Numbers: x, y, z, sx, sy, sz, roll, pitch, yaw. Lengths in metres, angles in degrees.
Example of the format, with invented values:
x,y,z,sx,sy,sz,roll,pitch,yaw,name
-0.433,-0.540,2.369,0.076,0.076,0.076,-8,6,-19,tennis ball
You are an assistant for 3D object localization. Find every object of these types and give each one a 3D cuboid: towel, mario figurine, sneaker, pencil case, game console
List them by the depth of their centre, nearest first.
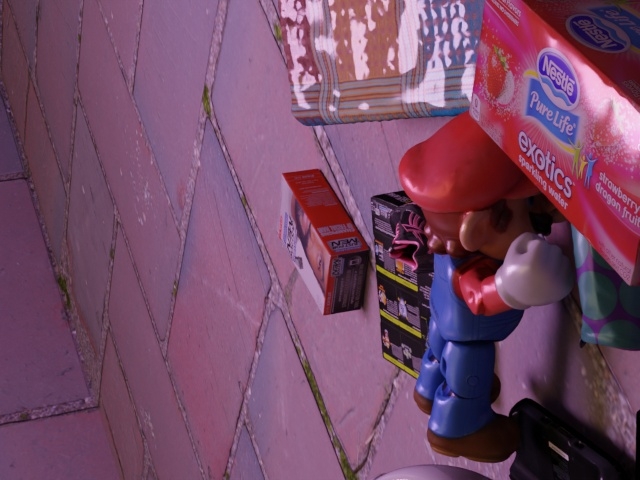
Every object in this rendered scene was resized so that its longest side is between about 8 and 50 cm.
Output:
x,y,z,sx,sy,sz,roll,pitch,yaw,name
0.228,0.009,1.261,0.070,0.064,0.152,-30,-65,-71,pencil case
0.249,0.217,1.339,0.361,0.043,0.213,-145,50,-64,game console
0.164,0.030,1.395,0.198,0.170,0.321,30,130,39,mario figurine
0.059,-0.247,1.535,0.370,0.040,0.272,0,100,57,towel
0.086,0.000,1.550,0.119,0.057,0.047,-135,39,-57,sneaker

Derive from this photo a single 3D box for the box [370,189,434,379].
x,y,z,sx,sy,sz,roll,pitch,yaw,name
0.111,0.055,1.653,0.190,0.045,0.184,-154,55,-66,box

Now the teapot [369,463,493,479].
x,y,z,sx,sy,sz,roll,pitch,yaw,name
0.135,0.327,1.505,0.252,0.187,0.256,-21,66,46,teapot

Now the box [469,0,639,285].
x,y,z,sx,sy,sz,roll,pitch,yaw,name
0.217,-0.094,1.153,0.257,0.122,0.128,-124,32,-50,box

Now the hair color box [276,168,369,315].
x,y,z,sx,sy,sz,roll,pitch,yaw,name
0.000,0.000,1.927,0.167,0.053,0.093,-122,30,-46,hair color box
